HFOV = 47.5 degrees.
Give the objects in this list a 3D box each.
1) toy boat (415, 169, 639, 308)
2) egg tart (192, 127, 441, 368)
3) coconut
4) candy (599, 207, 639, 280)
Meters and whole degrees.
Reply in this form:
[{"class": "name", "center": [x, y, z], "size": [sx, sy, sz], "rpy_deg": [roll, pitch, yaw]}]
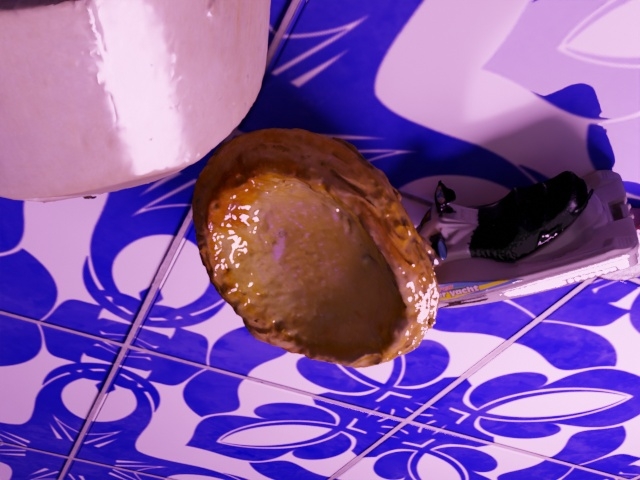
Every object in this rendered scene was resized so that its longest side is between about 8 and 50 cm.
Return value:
[{"class": "toy boat", "center": [0.194, -0.006, 0.784], "size": [0.270, 0.140, 0.140], "rpy_deg": [-7, 139, 16]}, {"class": "egg tart", "center": [0.000, 0.000, 0.776], "size": [0.294, 0.123, 0.293], "rpy_deg": [16, 130, 19]}, {"class": "coconut", "center": [-0.177, -0.186, 0.480], "size": [0.323, 0.322, 0.323], "rpy_deg": [2, 140, 2]}, {"class": "candy", "center": [0.352, 0.006, 0.851], "size": [0.103, 0.043, 0.103], "rpy_deg": [3, 140, 2]}]
